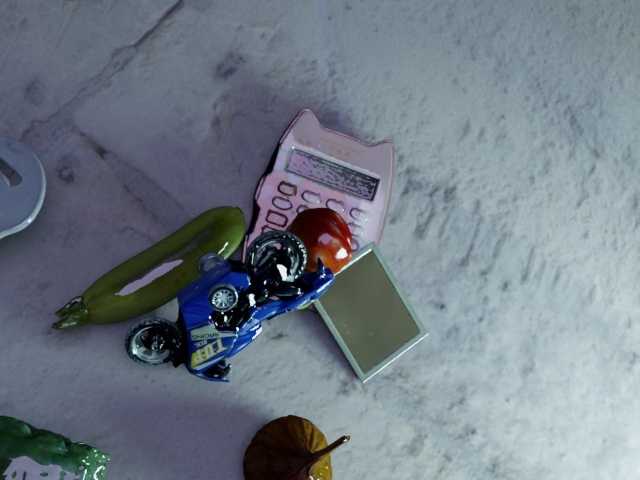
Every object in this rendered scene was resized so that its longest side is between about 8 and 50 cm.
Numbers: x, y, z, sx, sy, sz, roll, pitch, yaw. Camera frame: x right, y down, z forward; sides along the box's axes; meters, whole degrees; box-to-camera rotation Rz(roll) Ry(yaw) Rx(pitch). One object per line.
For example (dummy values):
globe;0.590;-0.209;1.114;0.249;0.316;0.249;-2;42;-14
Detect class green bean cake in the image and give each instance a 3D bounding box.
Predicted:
green bean cake;-0.375;0.420;1.217;0.300;0.169;0.308;23;71;-6

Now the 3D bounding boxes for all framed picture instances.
framed picture;0.075;0.114;1.454;0.142;0.011;0.183;-34;100;-18

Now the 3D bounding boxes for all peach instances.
peach;-0.001;0.000;1.404;0.100;0.101;0.101;3;75;-12

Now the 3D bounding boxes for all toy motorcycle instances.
toy motorcycle;-0.130;0.111;1.348;0.315;0.113;0.169;-34;119;2

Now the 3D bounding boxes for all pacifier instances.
pacifier;-0.542;-0.073;1.279;0.287;0.226;0.238;-39;68;-19

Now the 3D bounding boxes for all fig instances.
fig;-0.028;0.327;1.304;0.134;0.201;0.146;-18;87;-26

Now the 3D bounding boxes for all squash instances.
squash;-0.249;0.054;1.380;0.341;0.094;0.094;-33;85;-21

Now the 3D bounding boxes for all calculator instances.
calculator;-0.006;-0.038;1.481;0.220;0.048;0.330;21;75;-8
